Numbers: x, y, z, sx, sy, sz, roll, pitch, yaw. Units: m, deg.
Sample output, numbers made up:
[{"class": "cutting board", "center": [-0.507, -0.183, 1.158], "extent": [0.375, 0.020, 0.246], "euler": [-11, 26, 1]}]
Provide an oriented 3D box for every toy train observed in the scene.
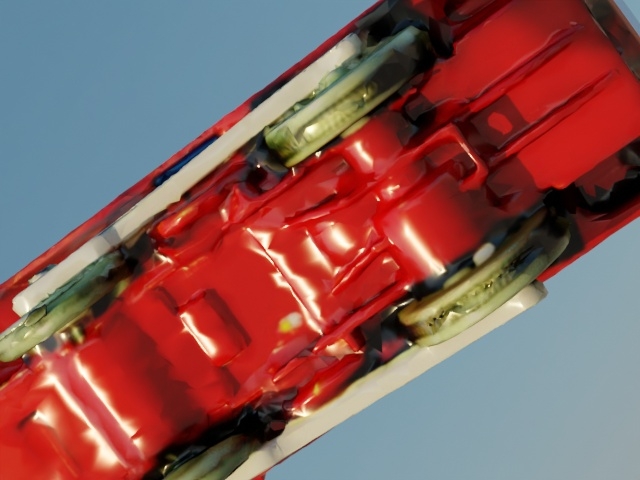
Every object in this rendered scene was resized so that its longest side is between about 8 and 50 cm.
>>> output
[{"class": "toy train", "center": [0.000, 0.000, 0.496], "extent": [0.204, 0.083, 0.131], "euler": [-35, 5, 13]}]
